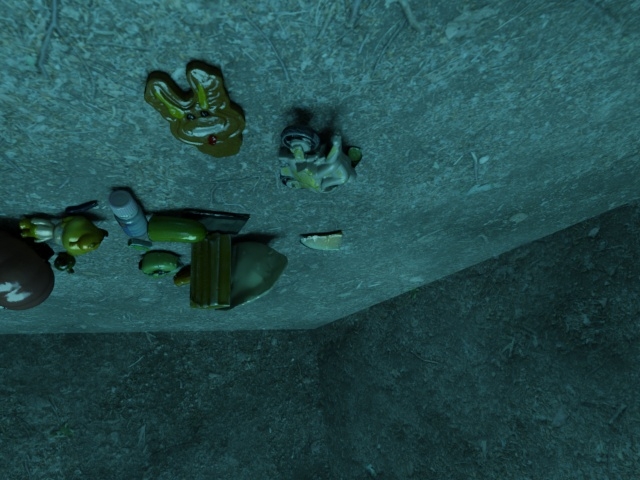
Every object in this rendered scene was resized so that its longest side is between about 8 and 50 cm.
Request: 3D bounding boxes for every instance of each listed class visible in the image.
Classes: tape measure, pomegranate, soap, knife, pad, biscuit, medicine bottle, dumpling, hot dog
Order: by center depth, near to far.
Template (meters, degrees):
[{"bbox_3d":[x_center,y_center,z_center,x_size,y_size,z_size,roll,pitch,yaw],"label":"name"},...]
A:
[{"bbox_3d":[-0.267,-0.279,0.929,0.185,0.044,0.295,-9,158,11],"label":"biscuit"},{"bbox_3d":[-0.741,-0.102,1.252,0.121,0.018,0.031,-16,159,16],"label":"knife"},{"bbox_3d":[-0.597,-0.082,1.259,0.083,0.084,0.203,-2,157,-12],"label":"medicine bottle"},{"bbox_3d":[-0.391,-0.060,1.464,0.232,0.022,0.174,4,156,-28],"label":"pad"},{"bbox_3d":[-0.419,0.120,1.537,0.173,0.275,0.089,-13,162,36],"label":"soap"},{"bbox_3d":[-0.994,0.094,1.567,0.073,0.085,0.073,-15,165,-4],"label":"pomegranate"},{"bbox_3d":[-0.337,0.151,1.632,0.394,0.316,0.233,-2,130,29],"label":"dumpling"},{"bbox_3d":[-0.677,0.105,1.697,0.177,0.088,0.154,-14,157,10],"label":"tape measure"},{"bbox_3d":[-0.571,0.148,1.859,0.249,0.076,0.102,-14,-166,18],"label":"hot dog"}]

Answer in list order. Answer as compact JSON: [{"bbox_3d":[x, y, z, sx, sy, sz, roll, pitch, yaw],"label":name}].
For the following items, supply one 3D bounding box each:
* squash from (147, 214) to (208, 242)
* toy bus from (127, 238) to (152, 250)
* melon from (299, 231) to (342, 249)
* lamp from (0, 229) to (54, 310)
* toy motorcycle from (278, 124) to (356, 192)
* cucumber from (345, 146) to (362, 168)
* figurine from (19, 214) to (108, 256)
[{"bbox_3d":[-0.475,-0.037,1.357,0.187,0.095,0.095,2,159,2],"label":"squash"},{"bbox_3d":[-0.694,0.017,1.547,0.037,0.031,0.083,-31,149,31],"label":"toy bus"},{"bbox_3d":[0.002,0.003,1.713,0.182,0.054,0.098,-6,152,-4],"label":"melon"},{"bbox_3d":[-1.018,0.082,1.328,0.305,0.240,0.305,27,147,19],"label":"lamp"},{"bbox_3d":[-0.006,-0.206,1.093,0.222,0.108,0.341,9,164,-1],"label":"toy motorcycle"},{"bbox_3d":[0.083,-0.225,1.172,0.048,0.048,0.105,0,160,-18],"label":"cucumber"},{"bbox_3d":[-0.822,-0.023,1.296,0.246,0.131,0.156,12,123,-10],"label":"figurine"}]
